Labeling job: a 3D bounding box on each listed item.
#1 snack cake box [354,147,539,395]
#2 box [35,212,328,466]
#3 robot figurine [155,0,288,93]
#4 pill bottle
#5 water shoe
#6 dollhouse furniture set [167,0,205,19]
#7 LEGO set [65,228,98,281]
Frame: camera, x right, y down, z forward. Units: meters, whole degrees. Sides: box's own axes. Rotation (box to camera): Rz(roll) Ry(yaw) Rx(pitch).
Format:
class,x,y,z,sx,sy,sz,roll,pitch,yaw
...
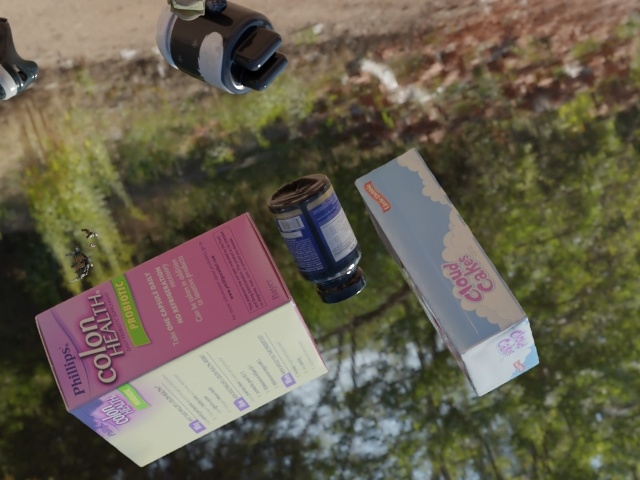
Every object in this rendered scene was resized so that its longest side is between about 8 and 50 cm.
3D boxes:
class,x,y,z,sx,sy,sz,roll,pitch,yaw
snack cake box,0.150,0.038,1.286,0.089,0.264,0.152,-29,150,-1
box,-0.139,0.112,1.151,0.243,0.117,0.213,-27,152,-2
robot figurine,-0.200,-0.399,2.160,0.278,0.209,0.174,26,-156,28
pill bottle,0.000,0.000,1.961,0.123,0.219,0.123,-22,-160,8
water shoe,-0.471,-0.286,1.476,0.080,0.203,0.073,-40,-171,-36
dollhouse furniture set,-0.264,-0.426,1.728,0.161,0.101,0.182,4,180,-5
LEGO set,-0.354,0.024,1.619,0.083,0.054,0.023,-54,150,8
